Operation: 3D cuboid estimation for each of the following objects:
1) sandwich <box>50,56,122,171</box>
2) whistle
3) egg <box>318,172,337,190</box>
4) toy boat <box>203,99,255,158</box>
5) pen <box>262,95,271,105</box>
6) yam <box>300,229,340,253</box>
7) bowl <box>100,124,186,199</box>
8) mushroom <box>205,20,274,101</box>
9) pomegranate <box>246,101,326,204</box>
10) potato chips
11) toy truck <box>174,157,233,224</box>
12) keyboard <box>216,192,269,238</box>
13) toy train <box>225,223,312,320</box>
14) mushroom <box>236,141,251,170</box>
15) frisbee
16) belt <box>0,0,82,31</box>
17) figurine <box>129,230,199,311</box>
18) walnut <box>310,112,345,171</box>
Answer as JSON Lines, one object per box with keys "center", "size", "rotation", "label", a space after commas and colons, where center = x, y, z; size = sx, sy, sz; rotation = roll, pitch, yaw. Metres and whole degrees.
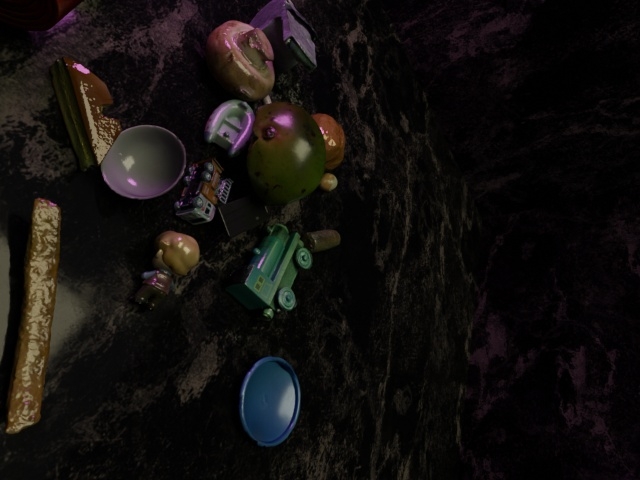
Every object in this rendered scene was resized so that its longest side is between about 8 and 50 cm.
{"center": [-0.498, -0.274, 0.907], "size": [0.088, 0.090, 0.244], "rotation": [-18, 94, -52], "label": "sandwich"}
{"center": [-0.101, -0.693, 1.409], "size": [0.188, 0.405, 0.168], "rotation": [-50, 130, 0], "label": "whistle"}
{"center": [0.025, -0.226, 1.623], "size": [0.083, 0.071, 0.071], "rotation": [-31, 104, -50], "label": "egg"}
{"center": [-0.260, -0.342, 1.237], "size": [0.134, 0.079, 0.207], "rotation": [31, 53, -15], "label": "toy boat"}
{"center": [-0.168, -0.431, 1.460], "size": [0.033, 0.033, 0.268], "rotation": [-30, 103, -53], "label": "pen"}
{"center": [0.000, 0.000, 1.511], "size": [0.179, 0.078, 0.078], "rotation": [-14, 91, -54], "label": "yam"}
{"center": [-0.401, -0.168, 0.982], "size": [0.086, 0.189, 0.188], "rotation": [101, -12, -73], "label": "bowl"}
{"center": [-0.234, -0.547, 1.286], "size": [0.255, 0.184, 0.254], "rotation": [49, 31, -43], "label": "mushroom"}
{"center": [-0.080, -0.252, 1.290], "size": [0.358, 0.216, 0.309], "rotation": [43, 43, -67], "label": "pomegranate"}
{"center": [-0.519, 0.126, 0.762], "size": [0.057, 0.080, 0.406], "rotation": [8, 74, -35], "label": "potato chips"}
{"center": [-0.311, -0.121, 1.126], "size": [0.115, 0.080, 0.177], "rotation": [49, 41, -46], "label": "toy truck"}
{"center": [-0.200, -0.098, 1.277], "size": [0.381, 0.041, 0.103], "rotation": [-36, 110, -62], "label": "keyboard"}
{"center": [-0.144, 0.084, 1.255], "size": [0.194, 0.120, 0.298], "rotation": [47, 44, -27], "label": "toy train"}
{"center": [-0.217, -0.273, 1.327], "size": [0.123, 0.052, 0.123], "rotation": [18, 66, -48], "label": "mushroom"}
{"center": [-0.147, 0.453, 1.185], "size": [0.242, 0.045, 0.241], "rotation": [21, 63, -50], "label": "frisbee"}
{"center": [-0.601, -0.531, 0.742], "size": [0.324, 0.227, 0.115], "rotation": [32, 51, -21], "label": "belt"}
{"center": [-0.365, 0.071, 0.986], "size": [0.114, 0.108, 0.195], "rotation": [37, 68, -29], "label": "figurine"}
{"center": [0.001, -0.360, 1.539], "size": [0.195, 0.196, 0.221], "rotation": [42, 46, -38], "label": "walnut"}
